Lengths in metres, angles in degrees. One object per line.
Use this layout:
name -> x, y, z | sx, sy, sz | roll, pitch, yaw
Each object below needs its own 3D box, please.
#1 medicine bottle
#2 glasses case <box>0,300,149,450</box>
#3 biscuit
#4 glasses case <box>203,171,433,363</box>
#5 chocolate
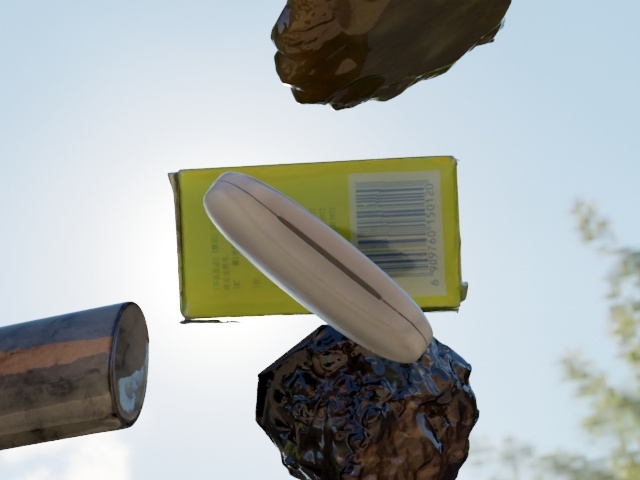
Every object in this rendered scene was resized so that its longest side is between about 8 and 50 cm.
medicine bottle -> 0.000, 0.000, 1.689 | 0.250, 0.141, 0.137 | -2, 2, 2
glasses case -> -0.286, 0.128, 1.636 | 0.299, 0.114, 0.060 | -11, -35, 24
biscuit -> 0.106, -0.235, 1.663 | 0.329, 0.078, 0.335 | -49, -22, 16
glasses case -> -0.002, 0.020, 1.396 | 0.193, 0.049, 0.074 | 37, -17, -3
chocolate -> 0.062, 0.214, 1.926 | 0.206, 0.177, 0.224 | -39, -58, 22
